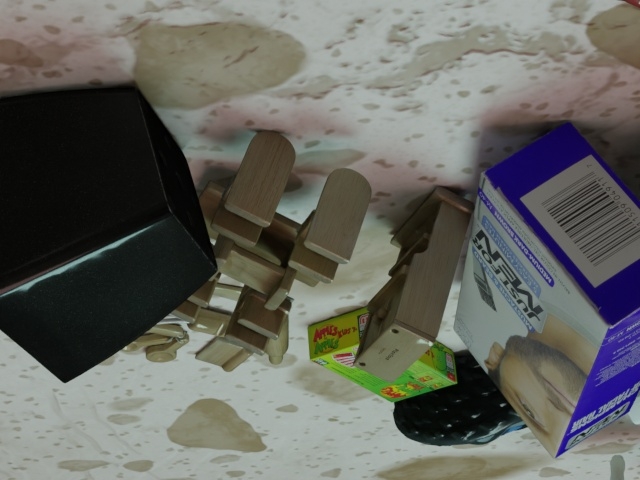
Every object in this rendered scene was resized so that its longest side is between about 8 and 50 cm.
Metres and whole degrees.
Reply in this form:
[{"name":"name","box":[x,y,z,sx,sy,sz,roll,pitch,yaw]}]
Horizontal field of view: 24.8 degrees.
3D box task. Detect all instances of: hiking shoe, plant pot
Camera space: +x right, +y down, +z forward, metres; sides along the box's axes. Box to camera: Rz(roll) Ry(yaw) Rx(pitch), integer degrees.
[{"name":"hiking shoe","box":[0.240,0.195,1.755,0.304,0.113,0.132,-15,150,20]},{"name":"plant pot","box":[-0.192,-0.019,1.213,0.167,0.188,0.187,-21,150,6]}]

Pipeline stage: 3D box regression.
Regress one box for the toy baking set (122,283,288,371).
[{"name":"toy baking set","box":[-0.129,0.096,1.593,0.197,0.030,0.256,-1,153,-7]}]

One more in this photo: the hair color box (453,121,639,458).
[{"name":"hair color box","box":[0.230,0.060,1.393,0.110,0.185,0.339,-31,156,-13]}]

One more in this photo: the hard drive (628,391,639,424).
[{"name":"hard drive","box":[0.498,0.102,1.598,0.203,0.040,0.307,-23,171,-43]}]

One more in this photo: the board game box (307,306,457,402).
[{"name":"board game box","box":[0.074,0.133,1.684,0.092,0.043,0.181,-20,149,28]}]

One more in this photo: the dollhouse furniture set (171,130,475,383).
[{"name":"dollhouse furniture set","box":[0.000,0.000,1.365,0.242,0.161,0.212,26,145,-9]}]

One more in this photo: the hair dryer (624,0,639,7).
[{"name":"hair dryer","box":[0.318,-0.155,1.128,0.224,0.080,0.293,-24,147,34]}]

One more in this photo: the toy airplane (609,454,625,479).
[{"name":"toy airplane","box":[0.535,0.320,1.945,0.384,0.272,0.386,-16,-171,41]}]
